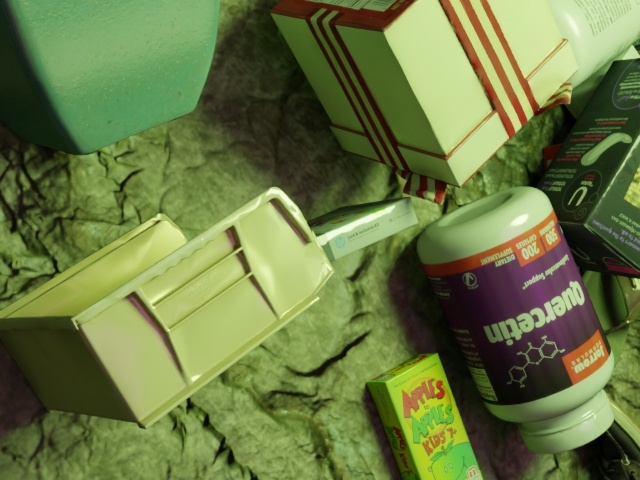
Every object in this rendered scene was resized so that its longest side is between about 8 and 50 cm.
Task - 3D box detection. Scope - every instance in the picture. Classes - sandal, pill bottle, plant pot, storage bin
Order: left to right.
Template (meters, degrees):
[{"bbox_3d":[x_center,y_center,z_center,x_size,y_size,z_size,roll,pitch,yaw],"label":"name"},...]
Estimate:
[{"bbox_3d":[-0.247,-0.231,1.123,0.247,0.247,0.252,-28,117,-32],"label":"plant pot"},{"bbox_3d":[-0.163,0.062,1.120,0.260,0.262,0.123,-36,104,-30],"label":"storage bin"},{"bbox_3d":[0.262,0.105,1.433,0.181,0.181,0.323,-31,101,-31],"label":"pill bottle"},{"bbox_3d":[0.336,-0.300,1.540,0.283,0.160,0.160,-36,104,-31],"label":"pill bottle"},{"bbox_3d":[0.453,0.054,1.617,0.120,0.086,0.303,44,64,-21],"label":"sandal"}]

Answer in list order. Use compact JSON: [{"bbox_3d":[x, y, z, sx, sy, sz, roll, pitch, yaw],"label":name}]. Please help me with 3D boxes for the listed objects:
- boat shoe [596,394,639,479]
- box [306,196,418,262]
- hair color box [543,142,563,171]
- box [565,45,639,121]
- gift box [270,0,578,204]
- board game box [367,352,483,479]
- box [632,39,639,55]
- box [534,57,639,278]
[{"bbox_3d":[0.440,0.327,1.573,0.092,0.103,0.285,-38,107,4],"label":"boat shoe"},{"bbox_3d":[0.000,0.000,1.300,0.186,0.145,0.038,-22,99,-32],"label":"box"},{"bbox_3d":[0.407,-0.095,1.625,0.167,0.053,0.093,-2,86,-31],"label":"hair color box"},{"bbox_3d":[0.431,-0.212,1.633,0.101,0.087,0.102,49,62,-18],"label":"box"},{"bbox_3d":[0.133,-0.211,1.298,0.255,0.276,0.258,-42,127,-13],"label":"gift box"},{"bbox_3d":[0.135,0.246,1.418,0.092,0.043,0.181,-24,98,-32],"label":"board game box"},{"bbox_3d":[0.613,-0.362,1.615,0.179,0.343,0.313,-21,96,-31],"label":"box"},{"bbox_3d":[0.420,-0.098,1.491,0.143,0.165,0.270,36,81,-20],"label":"box"}]
